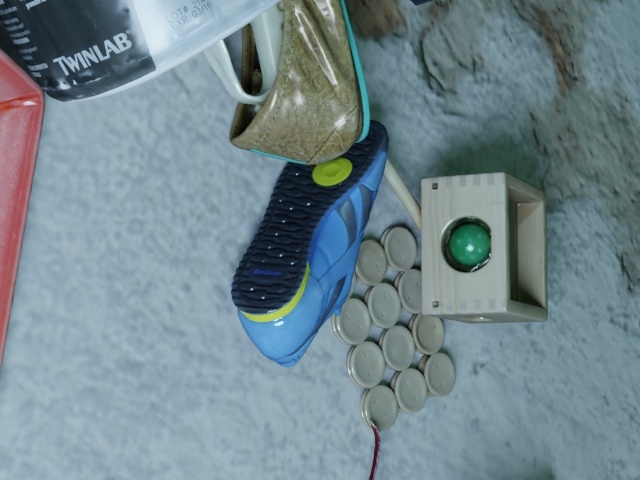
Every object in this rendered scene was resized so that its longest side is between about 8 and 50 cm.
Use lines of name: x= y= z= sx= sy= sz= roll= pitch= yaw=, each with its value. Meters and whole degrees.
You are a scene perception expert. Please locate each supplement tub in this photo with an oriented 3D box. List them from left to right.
supplement tub: x=-0.159 y=-0.261 z=0.899 sx=0.193 sy=0.193 sz=0.316 roll=-41 pitch=112 yaw=-37

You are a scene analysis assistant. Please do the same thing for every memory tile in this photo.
memory tile: x=0.054 y=0.069 z=1.170 sx=0.113 sy=0.012 sz=0.148 roll=-25 pitch=101 yaw=-41

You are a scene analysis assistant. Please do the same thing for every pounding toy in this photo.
pounding toy: x=0.115 y=-0.002 z=1.180 sx=0.141 sy=0.100 sz=0.130 roll=15 pitch=74 yaw=-63

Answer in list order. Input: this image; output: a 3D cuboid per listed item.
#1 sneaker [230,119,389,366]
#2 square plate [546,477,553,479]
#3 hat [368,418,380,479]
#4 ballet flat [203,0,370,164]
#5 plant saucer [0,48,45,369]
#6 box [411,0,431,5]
sneaker: x=0.000 y=0.000 z=1.103 sx=0.209 sy=0.069 sz=0.082 roll=-63 pitch=145 yaw=-32
square plate: x=0.163 y=0.383 z=1.116 sx=0.344 sy=0.049 sz=0.347 roll=-6 pitch=88 yaw=-74
hat: x=0.004 y=0.291 z=1.093 sx=0.208 sy=0.183 sz=0.173 roll=-27 pitch=120 yaw=-3
ballet flat: x=-0.050 y=-0.222 z=1.067 sx=0.124 sy=0.116 sz=0.342 roll=-9 pitch=95 yaw=-23
plant saucer: x=-0.240 y=-0.007 z=0.818 sx=0.258 sy=0.048 sz=0.259 roll=53 pitch=44 yaw=-72
box: x=0.132 y=-0.351 z=1.190 sx=0.143 sy=0.165 sz=0.270 roll=40 pitch=61 yaw=-31
